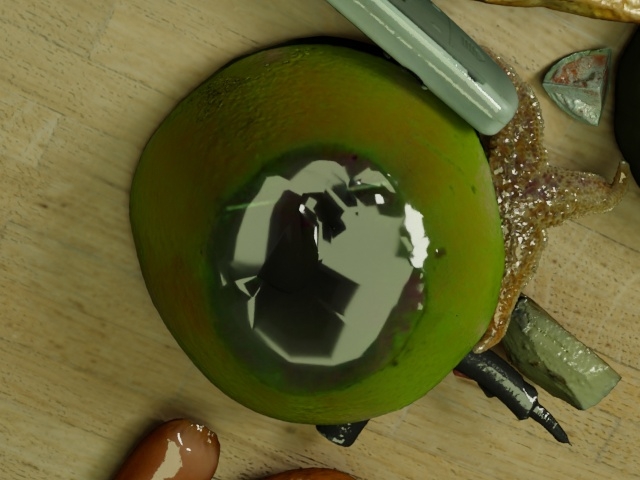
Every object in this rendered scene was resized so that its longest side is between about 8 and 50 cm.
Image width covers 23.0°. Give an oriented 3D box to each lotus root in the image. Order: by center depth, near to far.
[{"bbox_3d":[0.243,0.119,1.724,0.144,0.143,0.070,41,91,-5],"label":"lotus root"}]

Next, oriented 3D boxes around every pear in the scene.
[{"bbox_3d":[-0.004,0.002,1.530,0.399,0.165,0.398,0,96,1],"label":"pear"}]

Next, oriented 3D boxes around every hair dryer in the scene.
[{"bbox_3d":[0.146,0.166,1.689,0.272,0.091,0.235,30,100,6],"label":"hair dryer"}]

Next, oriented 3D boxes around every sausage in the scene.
[{"bbox_3d":[-0.212,0.317,1.717,0.089,0.083,0.300,31,98,-15],"label":"sausage"}]

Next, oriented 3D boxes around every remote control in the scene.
[{"bbox_3d":[0.074,-0.218,1.527,0.296,0.140,0.056,40,112,-13],"label":"remote control"}]

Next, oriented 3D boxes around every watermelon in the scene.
[{"bbox_3d":[0.284,-0.157,1.659,0.085,0.061,0.085,-2,102,-8],"label":"watermelon"}]

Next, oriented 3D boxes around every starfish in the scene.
[{"bbox_3d":[0.172,-0.041,1.634,0.299,0.060,0.302,23,85,-13],"label":"starfish"}]

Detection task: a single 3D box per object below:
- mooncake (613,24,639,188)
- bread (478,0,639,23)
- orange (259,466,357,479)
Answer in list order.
[{"bbox_3d":[0.491,-0.131,1.653,0.351,0.187,0.351,-5,112,-14],"label":"mooncake"},{"bbox_3d":[0.235,-0.311,1.545,0.294,0.132,0.166,5,107,-11],"label":"bread"},{"bbox_3d":[-0.015,0.362,1.731,0.224,0.170,0.224,-5,111,-13],"label":"orange"}]
